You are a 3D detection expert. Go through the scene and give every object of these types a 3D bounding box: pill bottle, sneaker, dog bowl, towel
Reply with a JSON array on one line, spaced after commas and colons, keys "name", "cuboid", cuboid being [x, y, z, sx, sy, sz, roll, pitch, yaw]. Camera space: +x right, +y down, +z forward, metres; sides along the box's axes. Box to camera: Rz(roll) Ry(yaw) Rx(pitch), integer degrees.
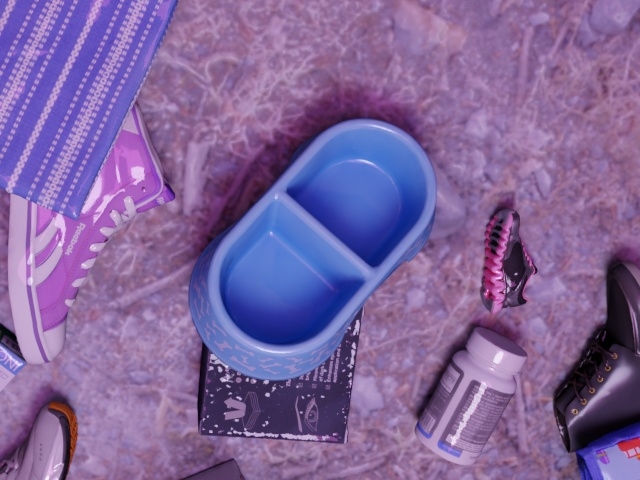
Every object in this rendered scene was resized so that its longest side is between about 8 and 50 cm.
[{"name": "pill bottle", "cuboid": [0.166, 0.169, 1.223, 0.078, 0.078, 0.137, 24, 102, -12]}, {"name": "sneaker", "cuboid": [-0.228, -0.007, 1.121, 0.161, 0.102, 0.282, 3, 105, -10]}, {"name": "sneaker", "cuboid": [0.313, 0.136, 1.227, 0.118, 0.083, 0.222, -12, 108, -2]}, {"name": "sneaker", "cuboid": [-0.346, 0.284, 1.193, 0.121, 0.099, 0.262, 22, 101, -7]}, {"name": "dog bowl", "cuboid": [0.000, 0.000, 1.097, 0.166, 0.074, 0.297, 41, 74, 2]}, {"name": "sneaker", "cuboid": [0.208, 0.021, 1.207, 0.057, 0.047, 0.119, -2, 113, -13]}, {"name": "towel", "cuboid": [-0.329, -0.196, 1.037, 0.336, 0.040, 0.243, 25, 86, -5]}]

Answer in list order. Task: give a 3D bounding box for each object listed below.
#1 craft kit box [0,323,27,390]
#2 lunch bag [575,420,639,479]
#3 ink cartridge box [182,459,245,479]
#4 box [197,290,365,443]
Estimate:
[{"name": "craft kit box", "cuboid": [-0.475, 0.131, 1.156, 0.250, 0.061, 0.247, 42, 95, -15]}, {"name": "lunch bag", "cuboid": [0.409, 0.305, 1.209, 0.220, 0.138, 0.293, -17, 100, -7]}, {"name": "ink cartridge box", "cuboid": [-0.123, 0.346, 1.191, 0.127, 0.176, 0.128, -22, 106, 3]}, {"name": "box", "cuboid": [-0.045, 0.121, 1.178, 0.158, 0.093, 0.156, 5, 104, -9]}]
